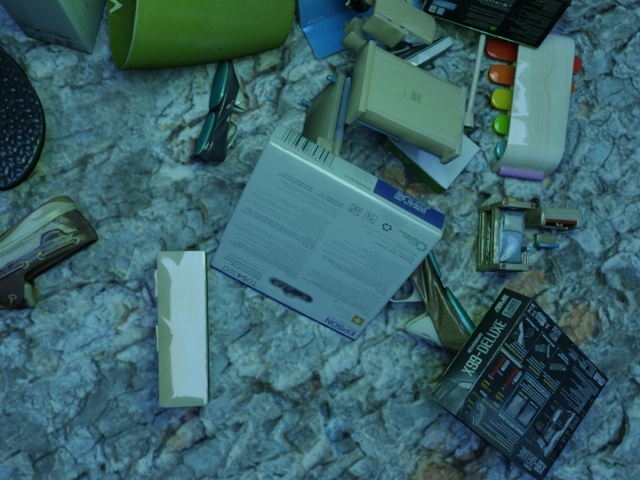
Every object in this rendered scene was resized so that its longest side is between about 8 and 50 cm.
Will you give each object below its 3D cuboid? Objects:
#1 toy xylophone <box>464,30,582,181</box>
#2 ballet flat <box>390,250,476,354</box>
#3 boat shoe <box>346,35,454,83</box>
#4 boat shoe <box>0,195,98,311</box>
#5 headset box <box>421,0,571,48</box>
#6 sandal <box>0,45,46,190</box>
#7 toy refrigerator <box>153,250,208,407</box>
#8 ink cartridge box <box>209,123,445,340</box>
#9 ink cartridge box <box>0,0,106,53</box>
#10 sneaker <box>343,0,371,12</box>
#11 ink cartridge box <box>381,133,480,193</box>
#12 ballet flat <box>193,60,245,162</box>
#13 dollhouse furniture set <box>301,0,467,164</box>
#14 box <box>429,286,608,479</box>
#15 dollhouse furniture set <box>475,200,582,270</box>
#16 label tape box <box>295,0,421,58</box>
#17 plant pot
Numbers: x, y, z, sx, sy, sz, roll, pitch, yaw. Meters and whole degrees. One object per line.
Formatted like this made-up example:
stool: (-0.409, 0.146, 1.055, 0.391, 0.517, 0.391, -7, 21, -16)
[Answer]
toy xylophone: (0.396, -0.289, 1.350, 0.236, 0.081, 0.323, 17, 84, -6)
ballet flat: (0.196, 0.103, 1.292, 0.124, 0.116, 0.342, -28, 90, 12)
boat shoe: (0.156, -0.357, 1.325, 0.219, 0.078, 0.070, -27, 91, -7)
boat shoe: (-0.542, 0.070, 1.184, 0.342, 0.123, 0.123, -41, 91, -15)
headset box: (0.341, -0.546, 1.298, 0.246, 0.131, 0.283, 15, 64, -6)
sandal: (-0.608, -0.284, 1.216, 0.167, 0.107, 0.446, -27, 77, -7)
toy refrigerator: (-0.249, 0.156, 1.223, 0.094, 0.102, 0.269, -1, 87, -8)
ink cartridge box: (0.000, 0.000, 1.210, 0.324, 0.330, 0.071, 28, 43, -6)
ink cartridge box: (-0.440, -0.505, 1.138, 0.130, 0.309, 0.272, 14, 84, -6)
sneaker: (0.035, -0.547, 1.201, 0.135, 0.097, 0.276, -39, 98, -6)
ink cartridge box: (0.194, -0.202, 1.326, 0.209, 0.062, 0.109, 41, 83, -3)
ballet flat: (-0.182, -0.238, 1.282, 0.074, 0.074, 0.203, 14, 78, -6)
dollhouse furniture set: (0.092, -0.233, 1.245, 0.198, 0.303, 0.286, 20, 66, -23)
box: (0.373, 0.270, 1.248, 0.307, 0.076, 0.242, 40, 82, -31)
dollhouse furniture set: (0.411, -0.002, 1.308, 0.183, 0.129, 0.129, 4, 86, -7)
label tape box: (0.040, -0.563, 1.306, 0.249, 0.115, 0.348, -23, 88, -8)
plant pot: (-0.204, -0.428, 1.204, 0.293, 0.275, 0.275, -1, 86, -26)
